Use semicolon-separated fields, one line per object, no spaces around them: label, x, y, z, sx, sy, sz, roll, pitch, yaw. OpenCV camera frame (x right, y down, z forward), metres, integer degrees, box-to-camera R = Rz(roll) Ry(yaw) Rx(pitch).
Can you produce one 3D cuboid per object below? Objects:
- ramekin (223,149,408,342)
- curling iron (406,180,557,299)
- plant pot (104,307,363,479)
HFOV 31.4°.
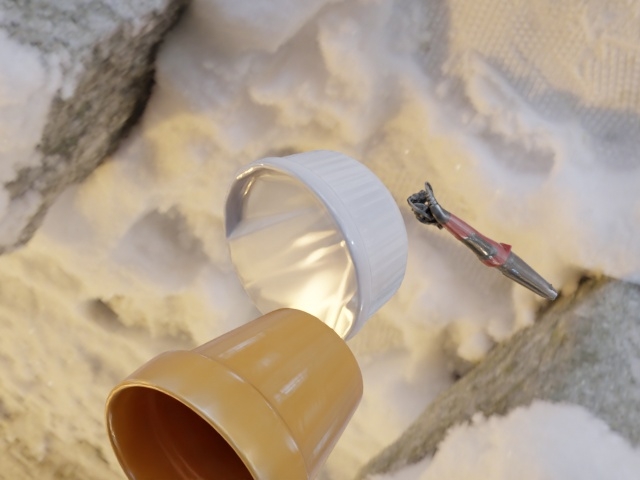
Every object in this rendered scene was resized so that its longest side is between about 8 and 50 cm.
ramekin;0.000;0.000;1.550;0.273;0.127;0.272;28;132;36
curling iron;0.194;0.007;1.300;0.274;0.068;0.035;31;112;-37
plant pot;-0.064;0.164;1.074;0.205;0.188;0.205;25;134;28
